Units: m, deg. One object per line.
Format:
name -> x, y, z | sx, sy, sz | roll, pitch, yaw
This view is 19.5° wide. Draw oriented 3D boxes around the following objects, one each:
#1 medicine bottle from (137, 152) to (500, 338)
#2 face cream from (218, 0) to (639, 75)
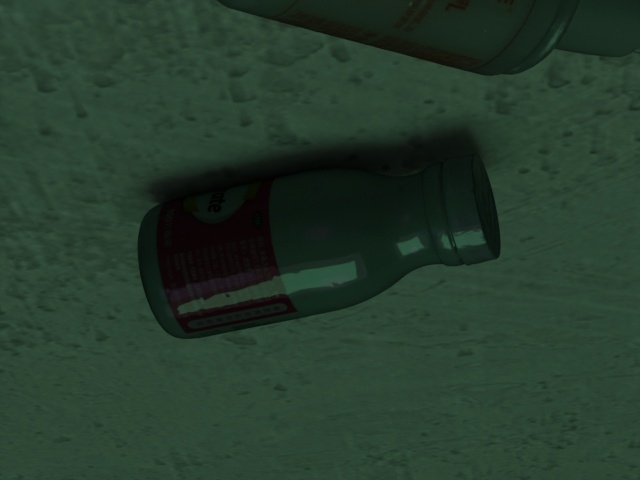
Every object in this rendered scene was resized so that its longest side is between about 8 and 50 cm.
medicine bottle -> 0.000, 0.000, 1.161 | 0.216, 0.090, 0.090 | -12, 154, 15
face cream -> 0.072, -0.130, 0.882 | 0.251, 0.101, 0.101 | 12, 151, -30
